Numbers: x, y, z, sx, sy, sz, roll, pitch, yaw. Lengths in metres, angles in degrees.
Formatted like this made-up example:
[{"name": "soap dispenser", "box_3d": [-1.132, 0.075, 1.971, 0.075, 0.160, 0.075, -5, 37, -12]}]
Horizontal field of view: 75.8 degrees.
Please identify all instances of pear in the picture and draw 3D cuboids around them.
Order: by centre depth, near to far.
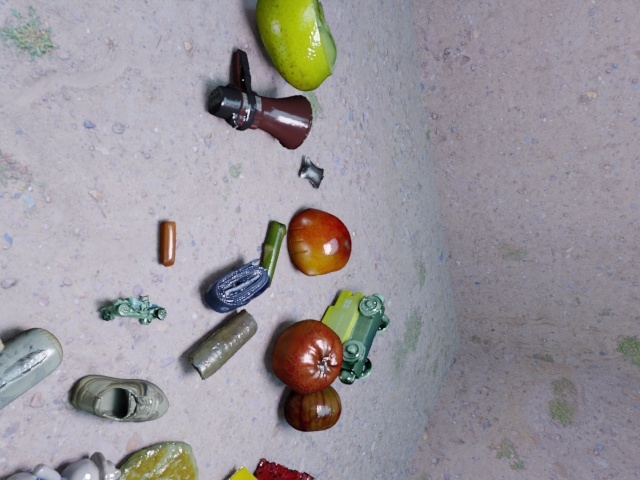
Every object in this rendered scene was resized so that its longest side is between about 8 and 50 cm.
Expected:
[{"name": "pear", "box_3d": [-0.074, -0.672, 1.406, 0.342, 0.238, 0.318, -58, 136, -73]}]

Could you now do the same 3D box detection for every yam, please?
[{"name": "yam", "box_3d": [-0.312, 0.333, 1.319, 0.259, 0.106, 0.106, -39, 124, -42]}]

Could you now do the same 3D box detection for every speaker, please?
[{"name": "speaker", "box_3d": [-0.191, -0.468, 1.351, 0.329, 0.198, 0.259, 11, 98, -46]}]

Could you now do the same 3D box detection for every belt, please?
[{"name": "belt", "box_3d": [-0.276, 0.159, 1.346, 0.218, 0.128, 0.122, -28, 86, -49]}]

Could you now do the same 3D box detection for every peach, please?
[{"name": "peach", "box_3d": [0.000, 0.000, 1.663, 0.248, 0.245, 0.275, -53, 129, -77]}]

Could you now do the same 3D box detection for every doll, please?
[{"name": "doll", "box_3d": [-0.602, 0.563, 0.933, 0.293, 0.119, 0.138, 14, 90, -49]}]

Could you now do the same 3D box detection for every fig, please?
[{"name": "fig", "box_3d": [-0.036, 0.661, 1.648, 0.235, 0.235, 0.214, -18, 82, -53]}]

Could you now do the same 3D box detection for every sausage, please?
[{"name": "sausage", "box_3d": [-0.433, 0.010, 1.166, 0.039, 0.041, 0.131, 0, 94, -52]}]

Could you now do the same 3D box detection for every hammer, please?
[{"name": "hammer", "box_3d": [-0.669, 0.183, 0.806, 0.202, 0.113, 0.305, -44, 123, -47]}]

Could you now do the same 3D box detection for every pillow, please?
[{"name": "pillow", "box_3d": [-0.033, -0.276, 1.694, 0.091, 0.055, 0.135, -53, 141, 9]}]

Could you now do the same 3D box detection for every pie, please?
[{"name": "pie", "box_3d": [-0.479, 0.718, 1.156, 0.323, 0.070, 0.323, 0, 90, -53]}]

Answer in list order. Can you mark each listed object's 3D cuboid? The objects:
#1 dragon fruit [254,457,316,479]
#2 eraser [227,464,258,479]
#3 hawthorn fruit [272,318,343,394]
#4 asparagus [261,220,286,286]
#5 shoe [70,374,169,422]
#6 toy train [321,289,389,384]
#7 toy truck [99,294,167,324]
[{"name": "dragon fruit", "box_3d": [-0.149, 0.963, 1.574, 0.330, 0.302, 0.240, 75, -1, -56]}, {"name": "eraser", "box_3d": [-0.246, 0.890, 1.366, 0.158, 0.226, 0.069, -34, 148, -41]}, {"name": "hawthorn fruit", "box_3d": [-0.056, 0.443, 1.572, 0.275, 0.299, 0.275, 8, 71, -23]}, {"name": "asparagus", "box_3d": [-0.183, 0.062, 1.510, 0.067, 0.060, 0.278, 30, 70, -63]}, {"name": "shoe", "box_3d": [-0.499, 0.423, 1.072, 0.275, 0.098, 0.103, 37, 68, -51]}, {"name": "toy train", "box_3d": [0.129, 0.407, 1.800, 0.442, 0.272, 0.179, -61, 138, -36]}, {"name": "toy truck", "box_3d": [-0.488, 0.175, 1.083, 0.154, 0.080, 0.078, 24, 53, -53]}]
